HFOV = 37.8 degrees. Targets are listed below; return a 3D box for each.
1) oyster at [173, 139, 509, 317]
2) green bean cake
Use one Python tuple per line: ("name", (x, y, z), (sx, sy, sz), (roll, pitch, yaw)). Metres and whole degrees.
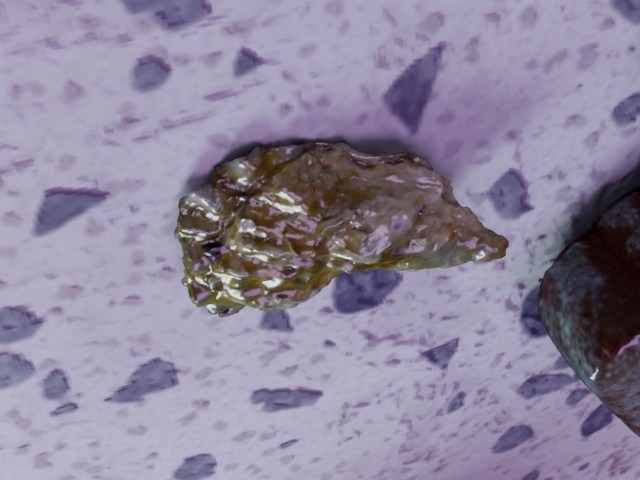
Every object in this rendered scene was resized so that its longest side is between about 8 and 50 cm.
("oyster", (0.000, 0.000, 0.443), (0.122, 0.045, 0.146), (-36, 140, 30))
("green bean cake", (0.250, 0.018, 0.547), (0.233, 0.097, 0.199), (-42, 136, 15))
